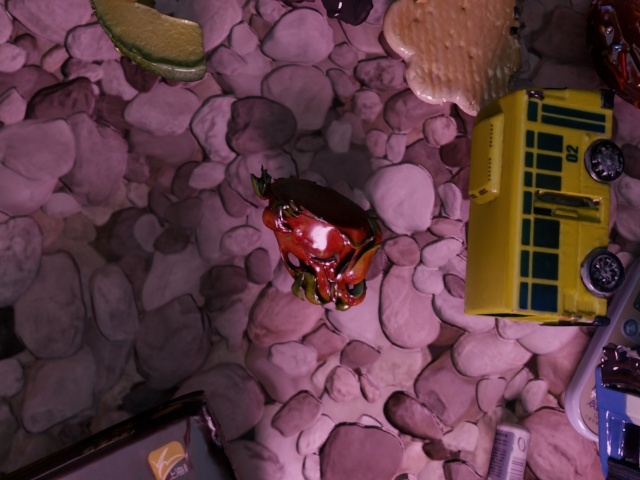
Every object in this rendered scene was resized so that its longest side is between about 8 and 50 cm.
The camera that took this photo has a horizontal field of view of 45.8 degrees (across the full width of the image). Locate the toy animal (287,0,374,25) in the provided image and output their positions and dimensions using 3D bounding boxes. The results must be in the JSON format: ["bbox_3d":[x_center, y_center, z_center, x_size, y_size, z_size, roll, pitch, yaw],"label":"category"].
[{"bbox_3d":[-0.021,-0.412,0.878,0.106,0.168,0.343,-13,99,-42],"label":"toy animal"}]

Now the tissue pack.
[{"bbox_3d":[-0.239,0.303,0.701,0.370,0.210,0.198,-24,89,-12],"label":"tissue pack"}]

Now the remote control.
[{"bbox_3d":[0.362,0.121,0.885,0.087,0.047,0.244,32,78,-2],"label":"remote control"}]

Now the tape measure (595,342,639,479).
[{"bbox_3d":[0.447,0.182,0.848,0.351,0.098,0.215,-10,100,-29],"label":"tape measure"}]

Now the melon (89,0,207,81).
[{"bbox_3d":[-0.205,-0.274,0.882,0.118,0.064,0.209,-12,79,-8],"label":"melon"}]

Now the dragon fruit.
[{"bbox_3d":[0.000,0.000,0.827,0.138,0.142,0.175,-15,104,-43],"label":"dragon fruit"}]

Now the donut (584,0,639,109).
[{"bbox_3d":[0.428,-0.260,0.939,0.216,0.096,0.230,33,78,2],"label":"donut"}]

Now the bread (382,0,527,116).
[{"bbox_3d":[0.171,-0.280,0.939,0.182,0.039,0.251,14,79,-3],"label":"bread"}]

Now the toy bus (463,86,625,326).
[{"bbox_3d":[0.242,-0.039,0.848,0.150,0.128,0.262,6,82,-13],"label":"toy bus"}]

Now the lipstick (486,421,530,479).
[{"bbox_3d":[0.202,0.274,0.840,0.040,0.040,0.141,15,79,-4],"label":"lipstick"}]
